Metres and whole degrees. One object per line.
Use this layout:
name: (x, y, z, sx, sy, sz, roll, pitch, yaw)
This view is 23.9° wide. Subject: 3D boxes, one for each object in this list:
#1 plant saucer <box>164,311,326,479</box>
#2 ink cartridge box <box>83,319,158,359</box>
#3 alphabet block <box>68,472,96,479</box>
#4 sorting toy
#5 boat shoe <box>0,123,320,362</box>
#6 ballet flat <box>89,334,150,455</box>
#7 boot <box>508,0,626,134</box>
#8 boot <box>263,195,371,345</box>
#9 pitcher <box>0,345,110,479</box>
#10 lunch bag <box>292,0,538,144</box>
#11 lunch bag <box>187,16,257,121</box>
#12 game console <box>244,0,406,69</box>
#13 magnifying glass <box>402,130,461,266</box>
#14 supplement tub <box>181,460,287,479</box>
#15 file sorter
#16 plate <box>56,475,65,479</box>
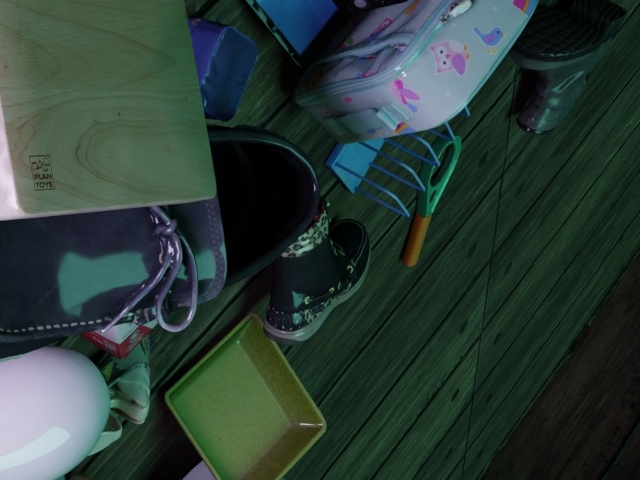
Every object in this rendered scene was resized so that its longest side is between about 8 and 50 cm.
plant saucer: (-0.102, 0.217, 1.897, 0.045, 0.188, 0.188, -17, -160, 48)
ink cartridge box: (-0.199, 0.041, 1.539, 0.099, 0.056, 0.135, -49, 156, -30)
alphabet block: (-0.241, 0.410, 1.665, 0.193, 0.197, 0.192, -54, 165, -52)
sorting toy: (-0.198, -0.144, 1.115, 0.257, 0.089, 0.256, -9, 89, -63)
boat shoe: (-0.166, -0.015, 1.325, 0.500, 0.156, 0.187, -20, 109, -57)
ballet flat: (-0.233, 0.180, 1.605, 0.221, 0.079, 0.077, -41, 149, -43)
boot: (0.373, -0.260, 2.422, 0.338, 0.118, 0.223, -25, 144, -51)
boot: (0.001, 0.001, 1.921, 0.236, 0.085, 0.179, -51, 151, -44)
pitcher: (-0.291, 0.204, 1.408, 0.207, 0.125, 0.178, -31, 119, -46)
lunch bag: (0.097, -0.209, 1.652, 0.224, 0.108, 0.279, -50, -163, -20)
lunch bag: (-0.111, -0.169, 1.455, 0.067, 0.065, 0.098, 34, 75, -54)
game console: (0.007, -0.255, 1.540, 0.144, 0.124, 0.085, 47, 45, -45)
magnifying glass: (0.166, -0.062, 2.308, 0.092, 0.026, 0.231, -33, 146, -52)
supplement tub: (-0.063, 0.449, 1.945, 0.241, 0.331, 0.241, -47, 166, -16)
file sorter: (0.105, -0.132, 1.961, 0.170, 0.104, 0.118, -59, 160, -6)
plate: (-0.331, 0.299, 1.516, 0.188, 0.024, 0.188, -36, 165, -11)
